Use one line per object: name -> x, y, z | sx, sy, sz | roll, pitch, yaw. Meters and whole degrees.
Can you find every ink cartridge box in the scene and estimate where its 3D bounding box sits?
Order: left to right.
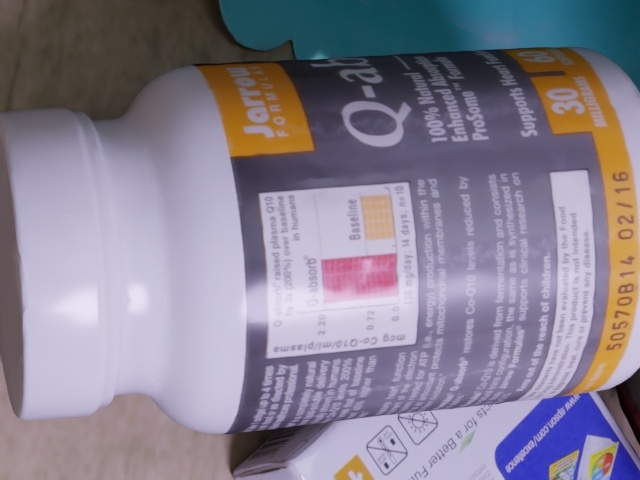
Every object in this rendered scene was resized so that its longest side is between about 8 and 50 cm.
ink cartridge box -> 0.127, 0.208, 0.916 | 0.176, 0.069, 0.371 | -40, 99, -33

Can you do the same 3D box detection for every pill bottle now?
pill bottle -> 0.000, 0.000, 0.793 | 0.278, 0.162, 0.162 | -4, 82, -16

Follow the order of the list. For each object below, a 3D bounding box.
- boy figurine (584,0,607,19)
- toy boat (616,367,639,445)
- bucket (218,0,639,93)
boy figurine -> 0.269, -0.054, 0.994 | 0.285, 0.177, 0.092 | 36, 68, 2
toy boat -> 0.242, 0.129, 0.934 | 0.151, 0.231, 0.151 | -5, 112, -2
bucket -> 0.073, -0.198, 0.855 | 0.281, 0.281, 0.183 | 28, 62, -25
